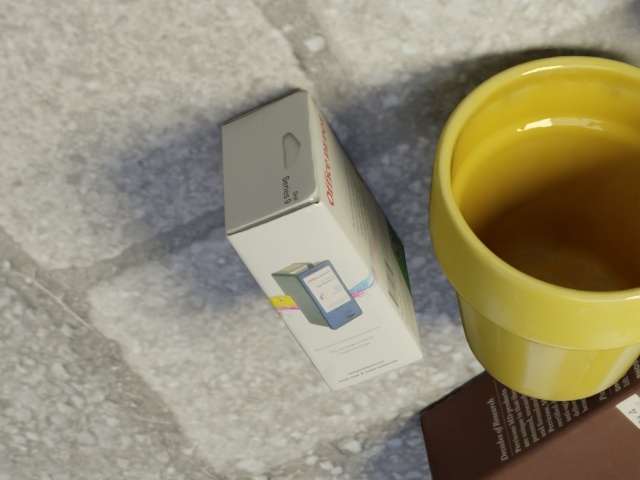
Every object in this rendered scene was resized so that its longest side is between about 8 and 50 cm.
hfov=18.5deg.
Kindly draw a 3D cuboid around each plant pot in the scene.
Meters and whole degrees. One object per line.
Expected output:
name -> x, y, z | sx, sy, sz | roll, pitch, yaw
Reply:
plant pot -> 0.213, 0.010, 1.692 | 0.254, 0.254, 0.239 | -3, 146, -5

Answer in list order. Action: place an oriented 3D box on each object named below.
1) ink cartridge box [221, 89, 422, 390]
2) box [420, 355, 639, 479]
ink cartridge box -> 0.000, 0.000, 1.696 | 0.093, 0.154, 0.212 | -21, 131, 12
box -> 0.305, 0.165, 1.889 | 0.381, 0.143, 0.191 | -34, 126, 23
